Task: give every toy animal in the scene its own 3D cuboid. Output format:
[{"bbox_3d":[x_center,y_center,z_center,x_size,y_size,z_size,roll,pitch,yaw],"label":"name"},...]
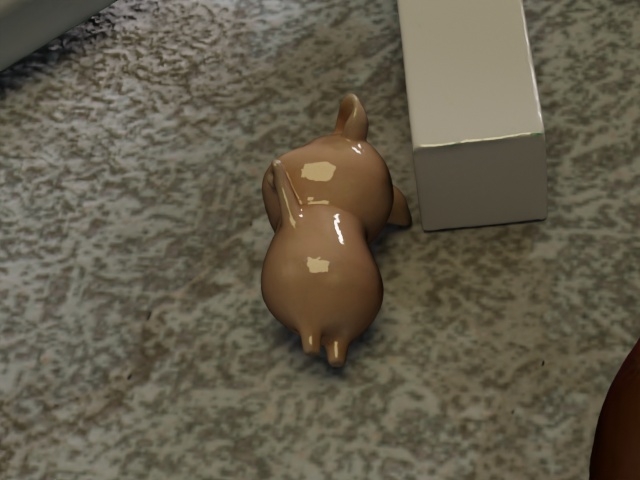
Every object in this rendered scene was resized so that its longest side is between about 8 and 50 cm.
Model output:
[{"bbox_3d":[0.007,0.000,1.077,0.089,0.083,0.150,10,63,0],"label":"toy animal"}]

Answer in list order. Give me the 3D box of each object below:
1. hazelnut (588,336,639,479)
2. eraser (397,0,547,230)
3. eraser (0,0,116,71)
[{"bbox_3d":[0.285,0.099,0.790,0.359,0.359,0.409,27,51,27],"label":"hazelnut"},{"bbox_3d":[0.085,-0.145,1.183,0.076,0.078,0.298,-6,50,4],"label":"eraser"},{"bbox_3d":[-0.268,-0.168,1.241,0.290,0.104,0.189,-35,58,-18],"label":"eraser"}]
